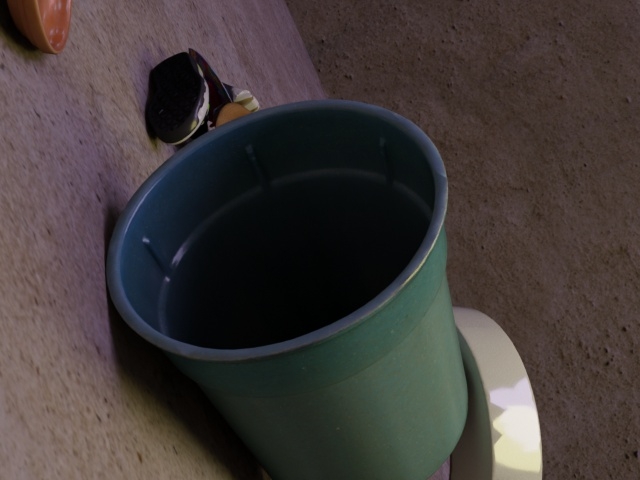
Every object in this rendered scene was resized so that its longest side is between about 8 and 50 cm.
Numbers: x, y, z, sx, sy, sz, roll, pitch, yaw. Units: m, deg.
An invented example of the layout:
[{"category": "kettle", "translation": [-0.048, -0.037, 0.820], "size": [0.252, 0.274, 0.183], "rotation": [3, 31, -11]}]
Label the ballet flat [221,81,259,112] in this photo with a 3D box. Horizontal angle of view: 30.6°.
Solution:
[{"category": "ballet flat", "translation": [-0.128, -0.198, 1.911], "size": [0.074, 0.074, 0.203], "rotation": [55, 14, -48]}]

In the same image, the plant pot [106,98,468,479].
[{"category": "plant pot", "translation": [0.001, 0.090, 1.225], "size": [0.341, 0.341, 0.334], "rotation": [-104, 173, -48]}]

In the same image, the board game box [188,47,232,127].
[{"category": "board game box", "translation": [-0.171, -0.202, 1.728], "size": [0.133, 0.033, 0.168], "rotation": [54, -17, 18]}]

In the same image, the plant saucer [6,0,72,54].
[{"category": "plant saucer", "translation": [-0.289, -0.289, 1.185], "size": [0.200, 0.037, 0.199], "rotation": [178, -90, -89]}]

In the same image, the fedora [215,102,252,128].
[{"category": "fedora", "translation": [-0.121, -0.095, 1.632], "size": [0.194, 0.079, 0.194], "rotation": [46, 36, -47]}]

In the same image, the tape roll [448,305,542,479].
[{"category": "tape roll", "translation": [0.136, 0.271, 1.446], "size": [0.392, 0.072, 0.391], "rotation": [-174, -90, -67]}]

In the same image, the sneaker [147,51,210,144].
[{"category": "sneaker", "translation": [-0.172, -0.175, 1.573], "size": [0.234, 0.084, 0.097], "rotation": [-98, 163, -59]}]
